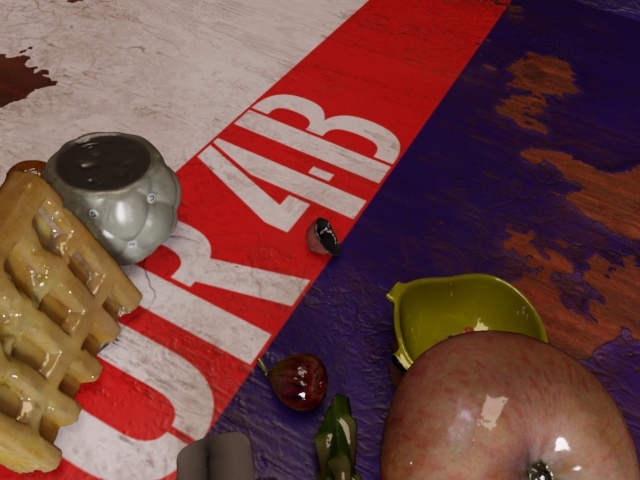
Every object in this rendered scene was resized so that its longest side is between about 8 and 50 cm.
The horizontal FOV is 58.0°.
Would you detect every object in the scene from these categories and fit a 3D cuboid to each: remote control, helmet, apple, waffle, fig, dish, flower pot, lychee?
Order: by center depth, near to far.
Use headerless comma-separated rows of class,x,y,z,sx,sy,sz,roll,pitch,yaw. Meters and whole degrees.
apple,0.226,0.282,0.710,0.345,0.269,0.345,-3,74,11
remote control,-0.130,0.338,0.711,0.109,0.055,0.313,-14,18,-8
waffle,-0.409,0.113,0.810,0.077,0.304,0.348,-2,48,18
fig,-0.052,0.220,0.918,0.125,0.089,0.089,3,42,32
dish,0.232,0.171,0.967,0.262,0.108,0.221,2,48,-6
flower pot,-0.376,-0.072,1.054,0.246,0.195,0.246,3,49,-3
lychee,-0.550,-0.099,1.119,0.101,0.114,0.140,-25,29,-6
helmet,0.000,0.002,1.132,0.065,0.049,0.084,-3,67,-56

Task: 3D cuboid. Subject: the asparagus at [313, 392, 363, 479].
asparagus,0.025,0.349,0.802,0.080,0.080,0.287,0,40,-7
